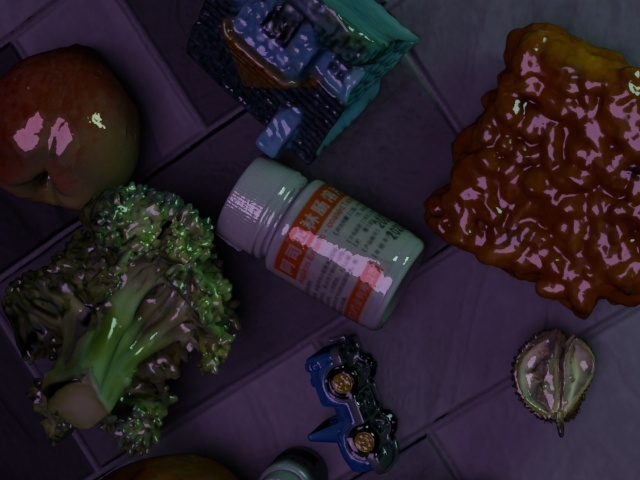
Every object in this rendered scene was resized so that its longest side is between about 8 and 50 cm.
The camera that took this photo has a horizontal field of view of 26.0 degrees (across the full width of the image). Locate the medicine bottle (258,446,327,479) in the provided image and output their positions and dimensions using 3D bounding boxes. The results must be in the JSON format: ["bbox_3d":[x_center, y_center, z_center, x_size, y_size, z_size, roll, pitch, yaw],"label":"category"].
[{"bbox_3d":[-0.043,0.332,1.865,0.080,0.130,0.080,2,97,14],"label":"medicine bottle"}]

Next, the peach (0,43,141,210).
[{"bbox_3d":[-0.343,-0.158,1.854,0.233,0.232,0.232,2,98,14],"label":"peach"}]

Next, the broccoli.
[{"bbox_3d":[-0.265,0.113,1.820,0.277,0.338,0.317,38,63,-21],"label":"broccoli"}]

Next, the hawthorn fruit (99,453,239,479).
[{"bbox_3d":[-0.225,0.411,1.830,0.298,0.277,0.277,29,108,-34],"label":"hawthorn fruit"}]

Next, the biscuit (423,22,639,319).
[{"bbox_3d":[0.315,-0.081,1.720,0.318,0.110,0.312,31,108,12],"label":"biscuit"}]

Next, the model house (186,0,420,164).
[{"bbox_3d":[-0.061,-0.247,1.745,0.261,0.226,0.241,43,112,7],"label":"model house"}]

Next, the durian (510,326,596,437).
[{"bbox_3d":[0.303,0.185,1.789,0.111,0.071,0.140,-6,80,9],"label":"durian"}]

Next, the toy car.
[{"bbox_3d":[0.032,0.223,1.849,0.100,0.097,0.191,-20,92,20],"label":"toy car"}]

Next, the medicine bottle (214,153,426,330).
[{"bbox_3d":[0.000,0.000,1.804,0.252,0.144,0.144,30,104,11],"label":"medicine bottle"}]
